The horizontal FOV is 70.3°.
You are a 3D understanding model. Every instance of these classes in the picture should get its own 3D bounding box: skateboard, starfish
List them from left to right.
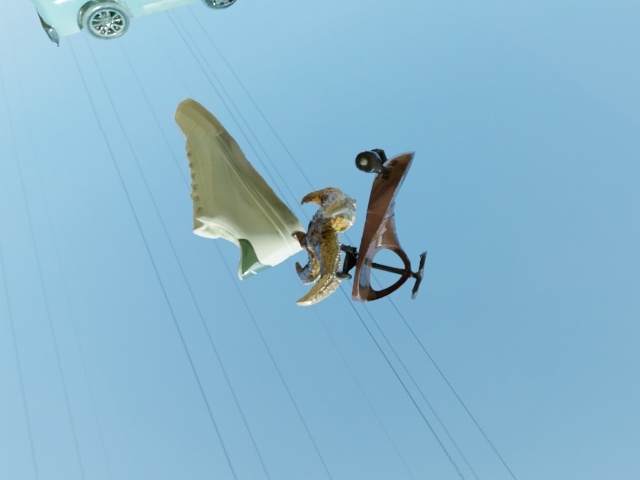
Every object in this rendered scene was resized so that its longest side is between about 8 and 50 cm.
[{"bbox_3d":[0.002,0.000,0.626,0.071,0.238,0.216,6,-117,-9],"label":"starfish"},{"bbox_3d":[0.064,-0.009,0.424,0.080,0.067,0.151,13,-73,12],"label":"skateboard"}]

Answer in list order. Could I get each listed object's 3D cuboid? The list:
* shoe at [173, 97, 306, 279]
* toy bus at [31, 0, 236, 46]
[{"bbox_3d":[-0.190,-0.089,0.840,0.160,0.132,0.363,-38,-98,-13],"label":"shoe"},{"bbox_3d":[-0.168,-0.322,0.444,0.271,0.165,0.133,-23,-104,-14],"label":"toy bus"}]
